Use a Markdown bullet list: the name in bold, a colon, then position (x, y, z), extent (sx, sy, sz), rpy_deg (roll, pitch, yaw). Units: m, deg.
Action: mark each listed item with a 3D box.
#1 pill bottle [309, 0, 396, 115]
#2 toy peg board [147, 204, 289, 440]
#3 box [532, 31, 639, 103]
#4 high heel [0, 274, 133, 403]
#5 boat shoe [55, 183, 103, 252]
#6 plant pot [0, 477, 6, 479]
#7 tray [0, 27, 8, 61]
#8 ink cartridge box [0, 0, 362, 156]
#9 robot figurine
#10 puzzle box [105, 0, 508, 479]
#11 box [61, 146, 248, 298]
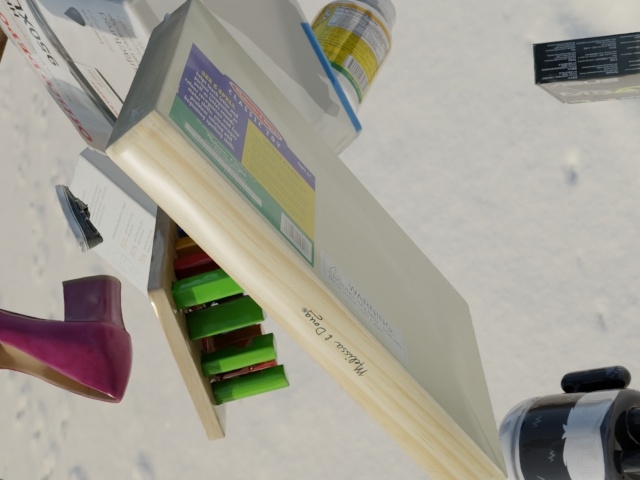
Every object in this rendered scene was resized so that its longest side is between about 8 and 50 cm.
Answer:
- **pill bottle**: position (0.028, -0.251, 1.559), extent (0.117, 0.118, 0.208), rpy_deg (-44, 15, 52)
- **toy peg board**: position (-0.082, 0.056, 1.005), extent (0.160, 0.079, 0.161), rpy_deg (-96, -9, -60)
- **box**: position (0.308, -0.163, 1.084), extent (0.184, 0.191, 0.045), rpy_deg (-8, -85, -71)
- **high heel**: position (-0.437, 0.172, 1.576), extent (0.377, 0.127, 0.181), rpy_deg (-18, 57, 14)
- **boat shoe**: position (-0.371, -0.036, 1.774), extent (0.049, 0.040, 0.142), rpy_deg (88, 157, -49)
- **plant pot**: position (-0.432, 0.366, 1.242), extent (0.272, 0.272, 0.255), rpy_deg (-12, 54, 64)
- **tray**: position (-0.469, -0.407, 1.494), extent (0.076, 0.203, 0.411), rpy_deg (-31, 43, 53)
- **ink cartridge box**: position (-0.181, -0.213, 1.273), extent (0.166, 0.285, 0.395), rpy_deg (-44, 37, -19)
- **robot figurine**: position (0.375, 0.294, 1.606), extent (0.278, 0.209, 0.173), rpy_deg (-14, 105, 46)
- **puzzle box**: position (0.000, 0.000, 0.955), extent (0.052, 0.409, 0.272), rpy_deg (-36, 22, 18)
- **box**: position (-0.260, -0.025, 2.025), extent (0.168, 0.345, 0.215), rpy_deg (-45, -9, -38)
